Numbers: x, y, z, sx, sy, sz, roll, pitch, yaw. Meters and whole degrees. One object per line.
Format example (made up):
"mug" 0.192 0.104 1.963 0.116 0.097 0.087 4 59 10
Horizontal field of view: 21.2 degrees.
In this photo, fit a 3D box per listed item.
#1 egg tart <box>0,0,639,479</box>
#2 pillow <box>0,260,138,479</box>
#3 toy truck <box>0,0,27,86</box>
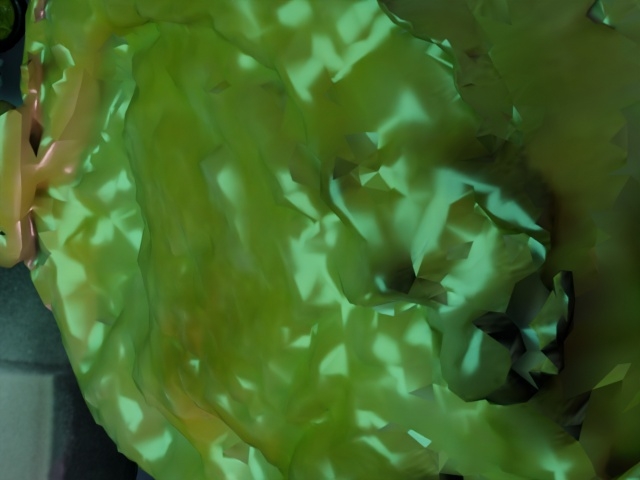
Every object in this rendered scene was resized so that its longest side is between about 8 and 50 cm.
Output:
"egg tart" 0.000 0.000 0.418 0.291 0.107 0.291 28 128 43
"pillow" -0.142 0.096 0.571 0.106 0.186 0.250 -108 24 -79
"toy truck" -0.155 -0.088 0.596 0.076 0.077 0.111 9 115 51
